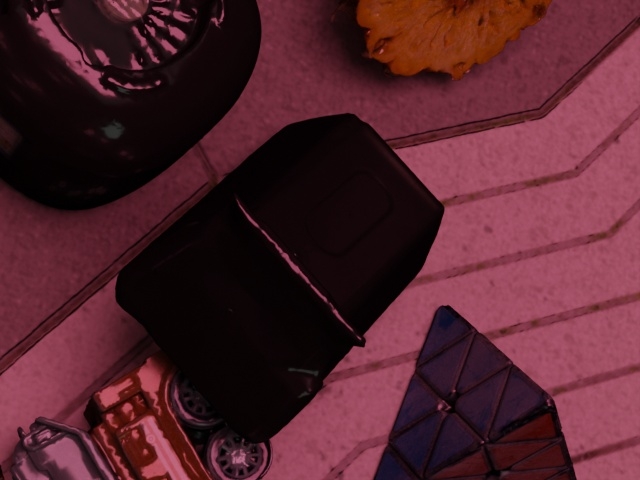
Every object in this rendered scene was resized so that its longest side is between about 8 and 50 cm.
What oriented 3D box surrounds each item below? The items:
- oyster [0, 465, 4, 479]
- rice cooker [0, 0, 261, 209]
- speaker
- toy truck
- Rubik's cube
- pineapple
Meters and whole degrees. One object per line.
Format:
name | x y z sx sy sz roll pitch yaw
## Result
oyster | -0.282 0.208 1.519 0.121 0.045 0.146 30 66 -26
rice cooker | -0.190 -0.165 1.555 0.267 0.224 0.267 5 73 -18
speaker | 0.000 0.000 1.518 0.180 0.184 0.388 48 32 -3
toy truck | -0.100 0.263 1.523 0.184 0.133 0.338 -29 84 -16
Rubik's cube | 0.107 0.141 1.677 0.190 0.211 0.178 -19 58 -1
pineapple | 0.088 -0.235 1.767 0.249 0.140 0.164 -14 39 -39
